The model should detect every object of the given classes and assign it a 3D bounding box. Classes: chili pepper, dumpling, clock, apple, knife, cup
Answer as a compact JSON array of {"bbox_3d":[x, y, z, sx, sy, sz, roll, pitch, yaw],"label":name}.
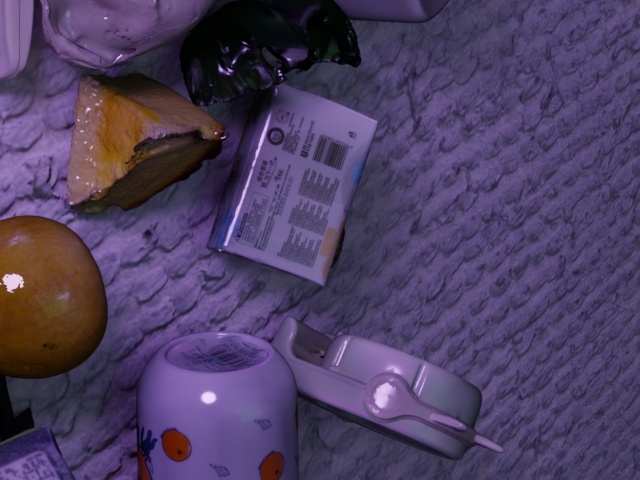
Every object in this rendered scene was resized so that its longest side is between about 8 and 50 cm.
[{"bbox_3d":[-0.060,-0.251,1.736,0.264,0.148,0.116,-30,168,-38],"label":"chili pepper"},{"bbox_3d":[-0.214,-0.307,1.549,0.204,0.163,0.293,50,60,-13],"label":"dumpling"},{"bbox_3d":[0.103,0.217,1.979,0.265,0.324,0.109,37,74,-53],"label":"clock"},{"bbox_3d":[-0.317,0.063,1.516,0.155,0.182,0.182,-27,124,-31],"label":"apple"},{"bbox_3d":[-0.353,0.234,1.653,0.060,0.028,0.230,-47,138,-49],"label":"knife"},{"bbox_3d":[-0.128,0.287,1.801,0.212,0.212,0.317,-19,116,-48],"label":"cup"}]

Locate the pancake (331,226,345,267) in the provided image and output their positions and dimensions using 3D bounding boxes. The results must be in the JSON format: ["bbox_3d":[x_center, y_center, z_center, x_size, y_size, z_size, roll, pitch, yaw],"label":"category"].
[{"bbox_3d":[0.001,0.000,2.027,0.115,0.011,0.115,-22,120,-46],"label":"pancake"}]

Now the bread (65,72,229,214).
[{"bbox_3d":[-0.197,-0.098,1.614,0.140,0.160,0.169,-4,106,-52],"label":"bread"}]

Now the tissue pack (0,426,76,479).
[{"bbox_3d":[-0.390,0.390,1.402,0.394,0.124,0.288,-24,80,-33],"label":"tissue pack"}]

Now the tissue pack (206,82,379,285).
[{"bbox_3d":[-0.047,-0.075,1.858,0.159,0.145,0.229,19,86,-20],"label":"tissue pack"}]

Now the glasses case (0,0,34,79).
[{"bbox_3d":[-0.330,-0.267,1.451,0.051,0.081,0.204,-12,114,-45],"label":"glasses case"}]

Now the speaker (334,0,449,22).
[{"bbox_3d":[0.047,-0.464,1.776,0.183,0.184,0.406,-53,138,-26],"label":"speaker"}]
